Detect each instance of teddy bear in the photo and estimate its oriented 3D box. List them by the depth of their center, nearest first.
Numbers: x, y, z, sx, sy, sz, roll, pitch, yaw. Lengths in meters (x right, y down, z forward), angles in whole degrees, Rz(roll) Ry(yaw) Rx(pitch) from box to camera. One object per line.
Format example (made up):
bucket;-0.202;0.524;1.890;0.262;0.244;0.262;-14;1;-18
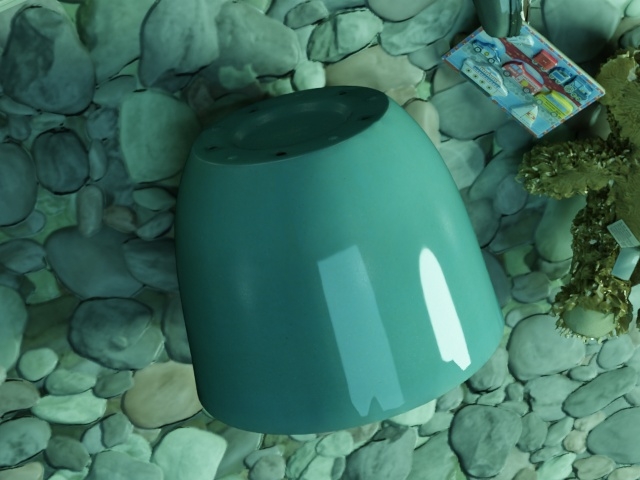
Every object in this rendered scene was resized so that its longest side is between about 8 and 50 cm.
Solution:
teddy bear;0.325;-0.042;1.750;0.245;0.113;0.338;-8;111;17

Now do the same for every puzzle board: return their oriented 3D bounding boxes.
puzzle board;0.190;-0.155;1.657;0.128;0.011;0.096;38;137;-16

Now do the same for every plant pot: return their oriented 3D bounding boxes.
plant pot;0.000;0.000;1.584;0.293;0.293;0.235;-18;113;-8

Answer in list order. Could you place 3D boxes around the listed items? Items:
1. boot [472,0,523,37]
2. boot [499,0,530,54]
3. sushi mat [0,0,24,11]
boot;0.074;-0.273;1.540;0.161;0.083;0.246;-21;107;-2
boot;0.145;-0.233;1.627;0.114;0.037;0.106;12;109;-27
sushi mat;-0.270;-0.266;1.471;0.316;0.019;0.151;-25;127;-3
